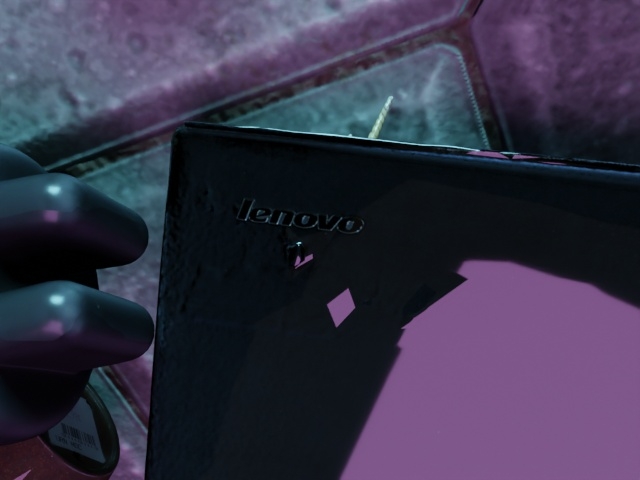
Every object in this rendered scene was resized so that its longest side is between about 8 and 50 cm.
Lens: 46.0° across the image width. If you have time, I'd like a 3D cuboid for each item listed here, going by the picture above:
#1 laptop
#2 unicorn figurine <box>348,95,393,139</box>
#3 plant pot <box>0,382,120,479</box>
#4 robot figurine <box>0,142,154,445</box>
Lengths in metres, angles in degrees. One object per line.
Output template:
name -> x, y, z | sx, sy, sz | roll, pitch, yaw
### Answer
laptop -> 0.098, 0.152, 0.520 | 0.382, 0.236, 0.408 | 7, 152, 10
unicorn figurine -> 0.000, 0.000, 0.486 | 0.162, 0.060, 0.111 | -25, 123, 13
plant pot -> -0.268, 0.189, 0.543 | 0.230, 0.215, 0.215 | -36, 116, 5
robot figurine -> -0.239, 0.040, 0.433 | 0.278, 0.209, 0.173 | -11, 125, 11
